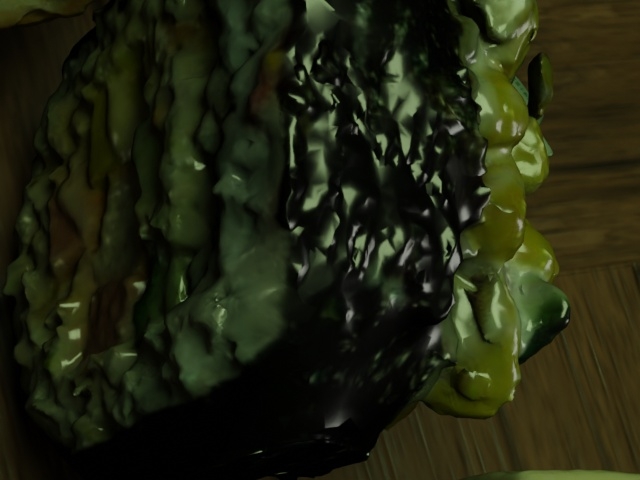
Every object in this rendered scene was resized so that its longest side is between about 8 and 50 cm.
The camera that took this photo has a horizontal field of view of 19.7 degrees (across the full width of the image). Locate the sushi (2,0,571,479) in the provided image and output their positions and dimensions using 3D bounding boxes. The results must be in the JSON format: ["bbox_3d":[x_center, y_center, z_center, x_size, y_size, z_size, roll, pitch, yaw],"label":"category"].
[{"bbox_3d":[0.000,0.000,1.091,0.285,0.328,0.328,14,60,-33],"label":"sushi"}]

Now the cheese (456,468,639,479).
[{"bbox_3d":[0.174,0.220,1.114,0.266,0.242,0.123,10,63,-21],"label":"cheese"}]

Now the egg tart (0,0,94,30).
[{"bbox_3d":[-0.214,-0.289,1.129,0.345,0.132,0.345,-5,67,13],"label":"egg tart"}]

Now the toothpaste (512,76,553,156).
[{"bbox_3d":[0.103,-0.145,1.375,0.064,0.041,0.218,-30,78,-27],"label":"toothpaste"}]
